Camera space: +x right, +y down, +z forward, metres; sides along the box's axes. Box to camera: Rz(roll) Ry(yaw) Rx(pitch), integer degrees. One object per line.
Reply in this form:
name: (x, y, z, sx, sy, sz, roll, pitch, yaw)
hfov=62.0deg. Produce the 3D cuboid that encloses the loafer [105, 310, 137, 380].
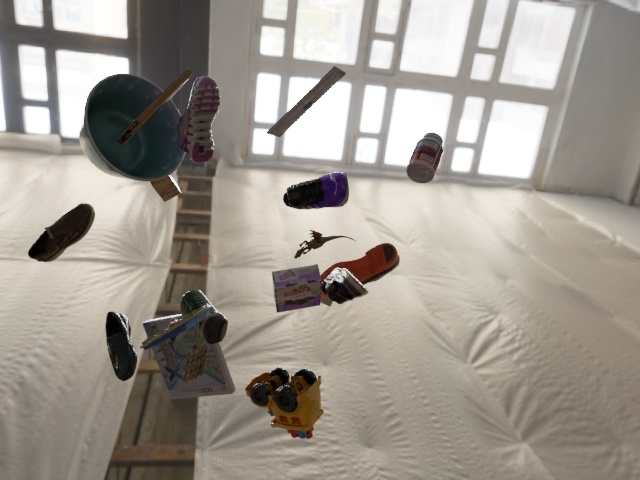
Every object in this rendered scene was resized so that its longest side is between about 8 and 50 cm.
loafer: (-0.578, 0.299, 1.524, 0.076, 0.078, 0.223, -30, -130, 4)

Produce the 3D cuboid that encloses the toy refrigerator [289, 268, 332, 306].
toy refrigerator: (-0.046, 0.194, 2.263, 0.102, 0.094, 0.269, 33, 167, -30)

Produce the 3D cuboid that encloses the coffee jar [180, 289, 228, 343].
coffee jar: (-0.367, 0.242, 1.684, 0.079, 0.096, 0.184, -11, -144, -42)

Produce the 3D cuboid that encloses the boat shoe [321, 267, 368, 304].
boat shoe: (0.062, 0.141, 1.557, 0.103, 0.092, 0.285, 47, 173, -9)

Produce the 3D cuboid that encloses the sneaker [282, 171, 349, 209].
sneaker: (-0.027, -0.142, 1.657, 0.146, 0.102, 0.293, -6, 176, -28)

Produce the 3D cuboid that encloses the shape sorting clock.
shape sorting clock: (-0.378, 0.222, 1.393, 0.206, 0.040, 0.206, -27, 180, 0)

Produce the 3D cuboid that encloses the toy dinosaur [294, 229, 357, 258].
toy dinosaur: (0.000, 0.000, 1.743, 0.211, 0.064, 0.112, -18, 167, 15)

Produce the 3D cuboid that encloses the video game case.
video game case: (-0.495, 0.434, 1.997, 0.300, 0.329, 0.036, -13, -170, 25)

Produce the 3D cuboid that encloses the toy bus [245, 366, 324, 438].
toy bus: (-0.101, 0.515, 1.646, 0.220, 0.211, 0.149, -3, -166, 29)

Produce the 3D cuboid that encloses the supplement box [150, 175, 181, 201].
supplement box: (-0.483, -0.170, 1.657, 0.062, 0.098, 0.036, -29, -119, -5)

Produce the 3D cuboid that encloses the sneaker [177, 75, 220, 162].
sneaker: (-0.349, -0.340, 1.482, 0.104, 0.236, 0.095, 27, -156, 36)

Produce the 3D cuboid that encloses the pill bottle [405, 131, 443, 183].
pill bottle: (0.310, -0.245, 1.559, 0.086, 0.086, 0.152, 14, -127, 19)

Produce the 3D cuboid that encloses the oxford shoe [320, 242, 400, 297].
oxford shoe: (0.147, 0.143, 2.087, 0.364, 0.133, 0.130, -24, -123, 9)

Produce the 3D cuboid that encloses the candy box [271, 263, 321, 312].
candy box: (-0.084, 0.171, 1.885, 0.165, 0.196, 0.070, -9, -122, -7)

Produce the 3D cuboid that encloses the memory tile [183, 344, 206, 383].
memory tile: (-0.432, 0.428, 1.847, 0.012, 0.113, 0.148, 11, -178, 12)

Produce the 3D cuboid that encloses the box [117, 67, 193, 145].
box: (-0.408, -0.327, 1.312, 0.164, 0.021, 0.201, -16, -144, 55)

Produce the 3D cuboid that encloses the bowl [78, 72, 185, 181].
bowl: (-0.564, -0.305, 1.546, 0.163, 0.311, 0.311, -13, -176, 42)

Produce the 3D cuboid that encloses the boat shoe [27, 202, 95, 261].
boat shoe: (-0.839, -0.022, 1.721, 0.095, 0.257, 0.095, 46, -171, 13)

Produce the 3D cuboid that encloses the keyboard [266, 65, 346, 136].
keyboard: (-0.039, -0.362, 1.412, 0.014, 0.256, 0.072, 55, -157, 8)
